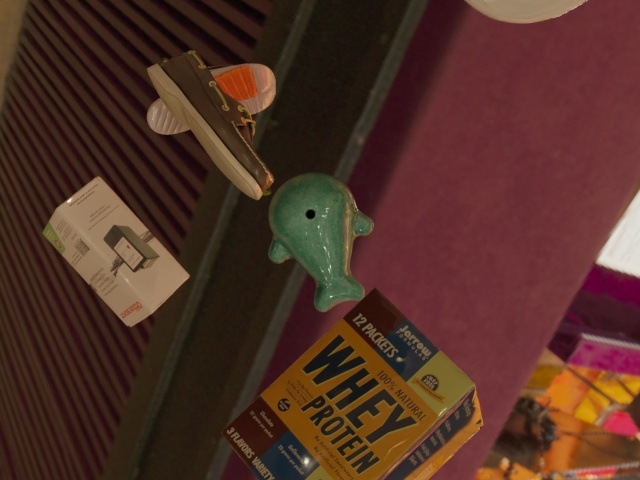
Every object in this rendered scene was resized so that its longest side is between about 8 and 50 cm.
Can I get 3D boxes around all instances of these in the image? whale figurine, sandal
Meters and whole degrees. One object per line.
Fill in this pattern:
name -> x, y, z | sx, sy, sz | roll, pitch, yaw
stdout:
whale figurine -> 0.000, 0.000, 1.603 | 0.216, 0.141, 0.272 | -16, 87, 2
sandal -> -0.206, -0.271, 1.519 | 0.265, 0.076, 0.102 | -21, 131, -28

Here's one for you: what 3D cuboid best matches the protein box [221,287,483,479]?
protein box -> 0.044, 0.190, 0.838 | 0.201, 0.136, 0.200 | -43, 154, -6

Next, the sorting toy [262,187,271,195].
sorting toy -> -0.135, -0.110, 1.475 | 0.042, 0.061, 0.102 | -40, 99, 18

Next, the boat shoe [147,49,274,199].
boat shoe -> -0.158, -0.189, 1.292 | 0.091, 0.305, 0.109 | -34, 154, -13

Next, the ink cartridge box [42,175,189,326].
ink cartridge box -> -0.422, 0.029, 1.695 | 0.273, 0.198, 0.115 | 49, 60, -7

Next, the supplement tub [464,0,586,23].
supplement tub -> 0.241, -0.418, 0.982 | 0.194, 0.316, 0.193 | 4, 137, 4
